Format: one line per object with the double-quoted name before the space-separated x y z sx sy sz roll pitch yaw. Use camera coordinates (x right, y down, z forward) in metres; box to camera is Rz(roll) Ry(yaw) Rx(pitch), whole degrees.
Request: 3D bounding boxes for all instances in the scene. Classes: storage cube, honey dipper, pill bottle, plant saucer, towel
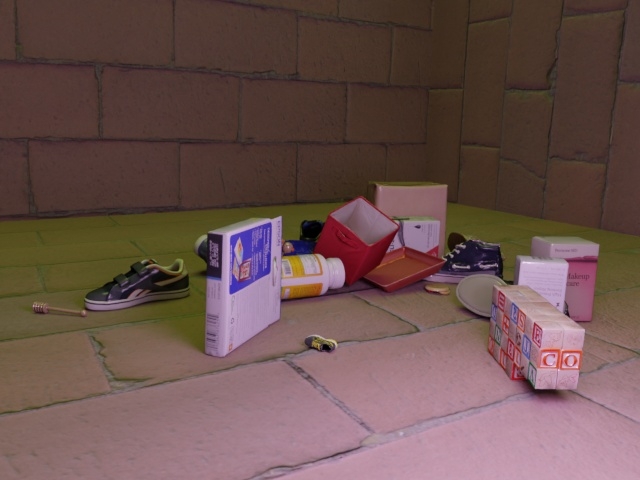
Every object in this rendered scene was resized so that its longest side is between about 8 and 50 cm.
"storage cube" 0.121 0.000 1.978 0.184 0.193 0.215 40 42 19
"honey dipper" -0.736 0.196 1.656 0.161 0.030 0.030 5 12 9
"pill bottle" -0.054 0.113 1.865 0.246 0.136 0.136 -4 12 -23
"plant saucer" 0.267 0.104 2.055 0.259 0.047 0.259 -20 19 -22
"towel" -0.094 0.059 2.042 0.308 0.076 0.227 6 34 -19

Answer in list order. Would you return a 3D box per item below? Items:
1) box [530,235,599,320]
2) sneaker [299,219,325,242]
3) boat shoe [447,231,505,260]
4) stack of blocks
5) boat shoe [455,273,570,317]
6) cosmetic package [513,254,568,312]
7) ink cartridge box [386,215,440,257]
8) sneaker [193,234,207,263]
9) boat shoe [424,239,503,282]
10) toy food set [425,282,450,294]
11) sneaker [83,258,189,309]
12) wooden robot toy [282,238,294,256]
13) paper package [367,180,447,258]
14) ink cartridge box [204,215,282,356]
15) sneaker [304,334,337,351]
"box" 0.709 0.110 1.717 0.149 0.232 0.127 0 11 -5
"sneaker" -0.001 0.000 2.328 0.128 0.182 0.315 7 13 21
"boat shoe" 0.641 0.040 2.437 0.089 0.104 0.285 0 21 -28
"stack of blocks" 0.464 0.222 1.290 0.087 0.171 0.297 1 12 -2
"boat shoe" 0.555 0.179 1.687 0.340 0.127 0.113 2 -21 47
"cosmetic package" 0.544 0.157 1.466 0.117 0.231 0.085 3 11 11
"ink cartridge box" 0.311 0.011 2.265 0.273 0.196 0.114 -1 12 -10
"sneaker" -0.293 0.071 2.174 0.236 0.130 0.323 28 10 27
"boat shoe" 0.487 0.068 2.098 0.341 0.158 0.127 6 12 20
"toy food set" 0.394 0.162 1.966 0.083 0.020 0.082 2 11 8
"sneaker" -0.561 0.126 1.788 0.321 0.127 0.126 -9 17 -36
"wooden robot toy" -0.124 0.031 1.867 0.079 0.076 0.173 18 -27 10
"paper package" 0.351 -0.079 2.400 0.310 0.324 0.168 -1 11 -10
"ink cartridge box" -0.190 0.101 1.493 0.072 0.303 0.307 6 11 18
"sneaker" -0.002 0.254 1.435 0.083 0.031 0.035 5 12 17
